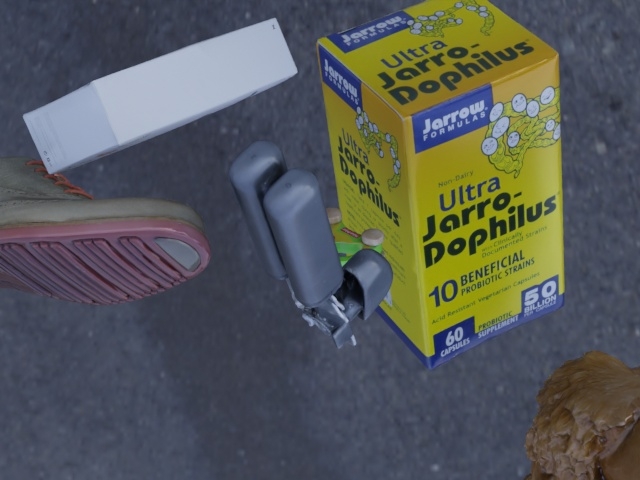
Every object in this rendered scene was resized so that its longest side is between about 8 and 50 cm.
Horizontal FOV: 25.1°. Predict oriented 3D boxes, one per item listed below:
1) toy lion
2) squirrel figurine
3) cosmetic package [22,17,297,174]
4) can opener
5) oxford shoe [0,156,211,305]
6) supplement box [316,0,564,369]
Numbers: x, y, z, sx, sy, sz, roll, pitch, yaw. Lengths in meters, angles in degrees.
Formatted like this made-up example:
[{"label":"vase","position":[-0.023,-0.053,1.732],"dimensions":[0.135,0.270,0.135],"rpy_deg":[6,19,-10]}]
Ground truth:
[{"label":"toy lion","position":[0.002,0.007,1.464],"dimensions":[0.096,0.100,0.034],"rpy_deg":[-29,130,-35]},{"label":"squirrel figurine","position":[0.408,0.305,1.611],"dimensions":[0.397,0.281,0.370],"rpy_deg":[5,135,22]},{"label":"cosmetic package","position":[-0.132,-0.127,1.247],"dimensions":[0.099,0.239,0.060],"rpy_deg":[-20,96,42]},{"label":"can opener","position":[0.000,0.000,1.169],"dimensions":[0.095,0.076,0.283],"rpy_deg":[-44,154,-15]},{"label":"oxford shoe","position":[-0.242,-0.023,1.226],"dimensions":[0.348,0.130,0.123],"rpy_deg":[-1,149,26]},{"label":"supplement box","position":[0.141,-0.069,1.616],"dimensions":[0.194,0.195,0.357],"rpy_deg":[-24,131,-17]}]
